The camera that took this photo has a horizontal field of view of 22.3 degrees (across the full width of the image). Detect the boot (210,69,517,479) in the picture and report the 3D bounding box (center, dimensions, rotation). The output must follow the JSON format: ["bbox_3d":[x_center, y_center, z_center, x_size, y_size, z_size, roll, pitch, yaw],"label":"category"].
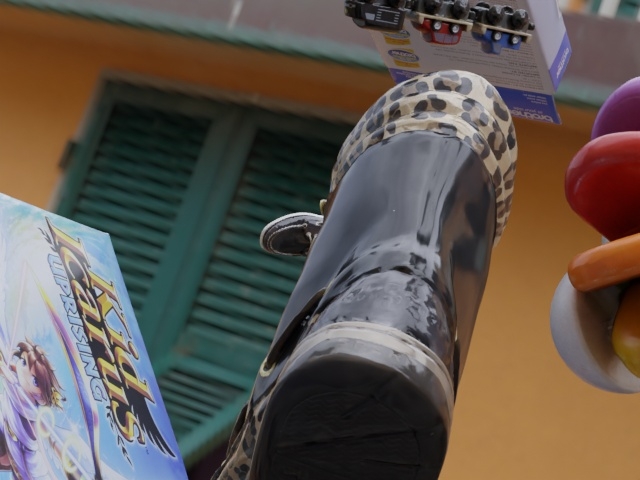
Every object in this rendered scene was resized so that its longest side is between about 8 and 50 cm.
[{"bbox_3d":[0.020,0.090,1.073,0.138,0.284,0.377,19,-40,1],"label":"boot"}]

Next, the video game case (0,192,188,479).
[{"bbox_3d":[-0.141,0.100,0.758,0.061,0.269,0.244,-26,-20,15],"label":"video game case"}]

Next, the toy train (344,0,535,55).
[{"bbox_3d":[0.084,-0.152,1.128,0.158,0.036,0.027,5,13,-32],"label":"toy train"}]

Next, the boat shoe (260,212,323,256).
[{"bbox_3d":[0.000,0.000,1.671,0.125,0.046,0.038,1,24,-28],"label":"boat shoe"}]

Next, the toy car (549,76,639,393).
[{"bbox_3d":[0.186,-0.017,0.824,0.159,0.182,0.136,-25,-72,44],"label":"toy car"}]

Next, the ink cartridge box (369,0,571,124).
[{"bbox_3d":[0.122,-0.229,1.504,0.186,0.065,0.311,13,-27,26],"label":"ink cartridge box"}]
